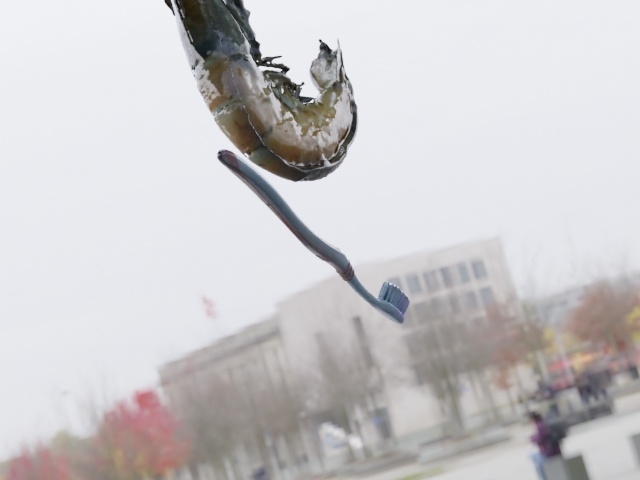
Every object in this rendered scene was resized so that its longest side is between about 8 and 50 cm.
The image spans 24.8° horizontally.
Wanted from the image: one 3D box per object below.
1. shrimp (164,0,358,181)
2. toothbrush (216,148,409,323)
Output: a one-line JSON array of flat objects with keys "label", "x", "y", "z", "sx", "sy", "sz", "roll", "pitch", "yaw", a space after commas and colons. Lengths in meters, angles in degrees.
[{"label": "shrimp", "x": -0.056, "y": -0.189, "z": 1.382, "sx": 0.054, "sy": 0.290, "sz": 0.222, "roll": -34, "pitch": -6, "yaw": 36}, {"label": "toothbrush", "x": 0.000, "y": 0.000, "z": 0.768, "sx": 0.013, "sy": 0.019, "sz": 0.193, "roll": 15, "pitch": -17, "yaw": 39}]
